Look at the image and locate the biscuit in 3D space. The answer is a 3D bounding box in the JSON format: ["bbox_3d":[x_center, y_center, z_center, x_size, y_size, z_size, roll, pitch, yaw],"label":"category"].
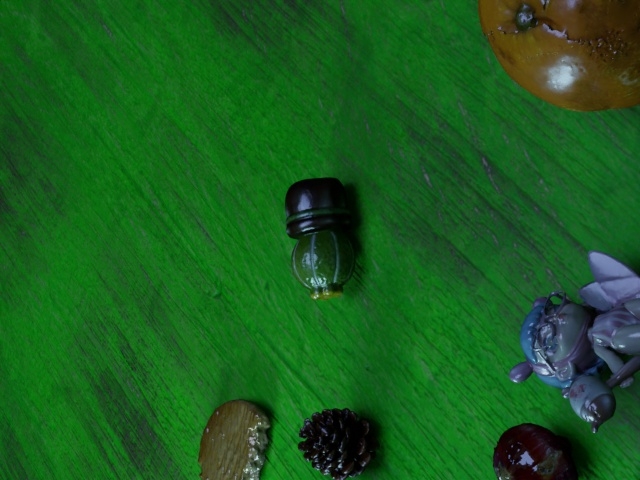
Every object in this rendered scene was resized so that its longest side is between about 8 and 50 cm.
[{"bbox_3d":[-0.137,0.335,2.079,0.144,0.033,0.224,32,113,50],"label":"biscuit"}]

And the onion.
[{"bbox_3d":[0.246,0.254,1.556,0.107,0.097,0.107,40,157,21],"label":"onion"}]

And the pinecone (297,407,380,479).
[{"bbox_3d":[0.020,0.271,1.822,0.102,0.109,0.102,-4,83,40],"label":"pinecone"}]

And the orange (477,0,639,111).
[{"bbox_3d":[0.280,-0.254,1.426,0.240,0.240,0.240,-3,86,52],"label":"orange"}]

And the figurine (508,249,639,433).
[{"bbox_3d":[0.315,0.120,1.449,0.260,0.103,0.205,-13,53,47],"label":"figurine"}]

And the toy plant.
[{"bbox_3d":[0.000,0.000,1.874,0.093,0.092,0.162,-17,75,50],"label":"toy plant"}]
